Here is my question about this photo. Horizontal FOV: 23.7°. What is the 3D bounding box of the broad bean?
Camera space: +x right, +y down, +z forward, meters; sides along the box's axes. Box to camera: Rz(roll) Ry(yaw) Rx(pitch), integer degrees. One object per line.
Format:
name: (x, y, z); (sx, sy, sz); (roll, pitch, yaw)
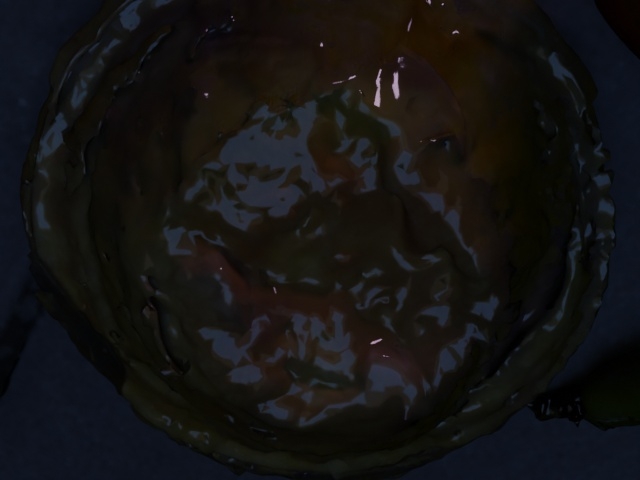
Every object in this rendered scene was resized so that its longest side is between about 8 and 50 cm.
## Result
broad bean: (0.244, 0.087, 0.859); (0.325, 0.075, 0.067); (-8, 113, 49)

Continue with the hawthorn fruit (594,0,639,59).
hawthorn fruit: (0.209, -0.157, 0.734); (0.262, 0.210, 0.211); (2, 118, 35)

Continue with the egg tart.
egg tart: (0.000, 0.000, 0.840); (0.351, 0.150, 0.352); (0, 111, -1)
